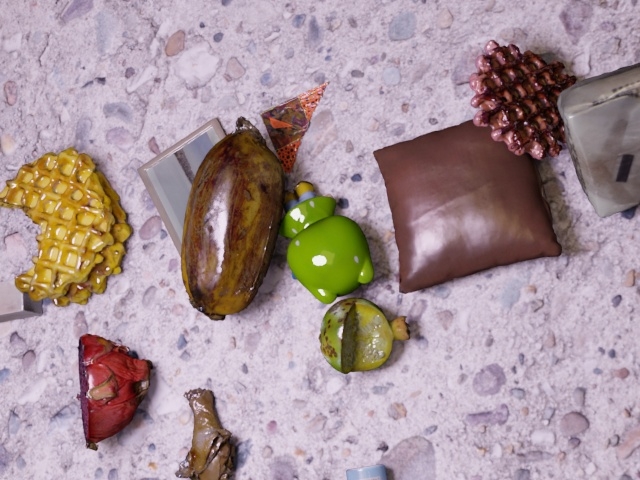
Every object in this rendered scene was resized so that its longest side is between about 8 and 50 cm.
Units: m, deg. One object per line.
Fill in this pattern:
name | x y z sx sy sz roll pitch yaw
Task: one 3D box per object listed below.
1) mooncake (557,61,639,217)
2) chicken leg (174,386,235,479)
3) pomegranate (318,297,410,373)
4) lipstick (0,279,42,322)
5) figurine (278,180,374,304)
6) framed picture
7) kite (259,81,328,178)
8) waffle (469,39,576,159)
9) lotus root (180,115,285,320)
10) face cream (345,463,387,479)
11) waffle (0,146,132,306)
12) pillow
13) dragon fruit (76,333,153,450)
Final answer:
mooncake | 0.554 -0.188 1.510 0.250 0.136 0.254 -21 116 14
chicken leg | -0.223 0.387 1.716 0.125 0.080 0.196 -6 76 30
pomegranate | 0.075 0.173 1.641 0.169 0.122 0.143 -19 104 -20
lipstick | -0.801 0.155 1.952 0.372 0.076 0.079 -10 74 16
figurine | 0.000 0.000 1.691 0.162 0.143 0.263 -27 59 -4
framed picture | -0.246 -0.090 1.850 0.213 0.016 0.289 -32 71 10
kite | -0.076 -0.249 1.831 0.125 0.008 0.222 22 87 21
waffle | 0.371 -0.255 1.597 0.221 0.055 0.234 18 62 -11
lotus root | -0.177 -0.042 1.703 0.196 0.179 0.397 10 86 54
face cream | 0.099 0.525 1.580 0.075 0.075 0.229 -12 75 16
waffle | -0.552 -0.030 1.874 0.261 0.151 0.324 -27 73 15
pillow | 0.263 -0.081 1.632 0.306 0.108 0.307 -15 71 16
dragon fruit | -0.408 0.295 1.756 0.148 0.224 0.218 -2 101 -21
